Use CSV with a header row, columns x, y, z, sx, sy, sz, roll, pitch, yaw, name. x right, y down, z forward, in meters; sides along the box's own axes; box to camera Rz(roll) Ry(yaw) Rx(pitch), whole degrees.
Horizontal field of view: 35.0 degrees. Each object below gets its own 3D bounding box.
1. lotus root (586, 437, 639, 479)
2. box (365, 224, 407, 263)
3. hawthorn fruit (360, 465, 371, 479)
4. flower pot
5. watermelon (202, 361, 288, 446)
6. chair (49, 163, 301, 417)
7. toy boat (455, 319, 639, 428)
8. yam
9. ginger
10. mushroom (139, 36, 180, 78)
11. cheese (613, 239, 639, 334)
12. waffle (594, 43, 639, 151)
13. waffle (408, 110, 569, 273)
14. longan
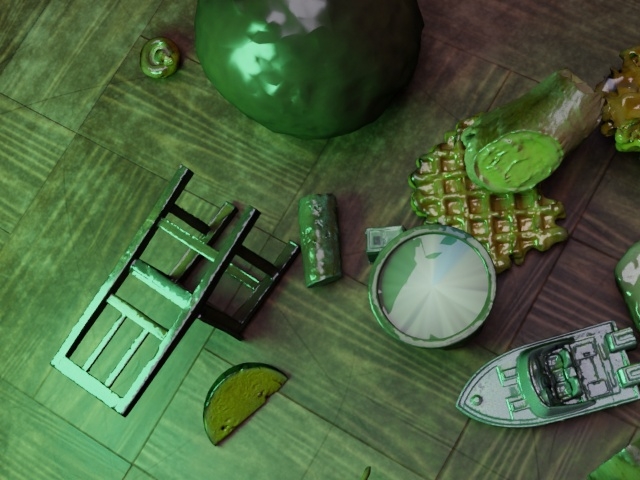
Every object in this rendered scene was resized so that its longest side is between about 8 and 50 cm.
x,y,z,sx,sy,sz,roll,pitch,yaw,name
0.589,0.419,1.518,0.250,0.250,0.346,-35,64,0,lotus root
0.124,0.005,1.864,0.084,0.063,0.060,-4,70,12,box
0.053,0.506,1.615,0.287,0.287,0.330,-1,48,13,hawthorn fruit
0.199,0.102,1.737,0.212,0.202,0.212,-4,71,11,flower pot
-0.156,0.275,1.834,0.181,0.075,0.092,-40,71,-3,watermelon
-0.253,0.112,1.836,0.203,0.240,0.416,31,85,21,chair
0.382,0.237,1.707,0.319,0.092,0.141,-17,67,8,toy boat
0.000,0.000,1.889,0.078,0.078,0.179,-10,70,10,yam
0.368,-0.201,1.767,0.275,0.130,0.221,-13,41,38,ginger
-0.325,-0.368,2.087,0.088,0.073,0.129,-27,33,-11,mushroom
0.647,0.104,1.679,0.326,0.115,0.318,15,76,20,cheese
0.673,-0.245,1.722,0.382,0.095,0.379,20,53,34,waffle
0.312,-0.091,1.854,0.281,0.058,0.301,-29,69,3,waffle
-0.035,-0.398,1.867,0.404,0.404,0.436,-42,71,-3,longan
